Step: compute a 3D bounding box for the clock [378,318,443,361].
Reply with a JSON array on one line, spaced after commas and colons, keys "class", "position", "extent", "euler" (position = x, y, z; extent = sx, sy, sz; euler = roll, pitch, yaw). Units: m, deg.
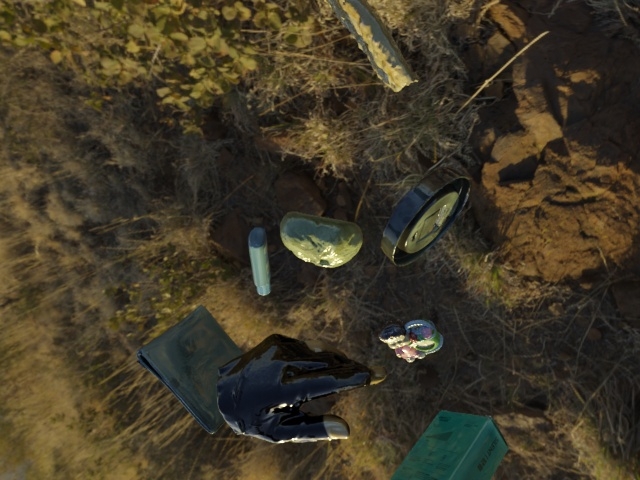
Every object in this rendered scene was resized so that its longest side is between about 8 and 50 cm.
[{"class": "clock", "position": [0.331, 0.351, 1.653], "extent": [0.194, 0.100, 0.195], "euler": [-30, 130, 26]}]

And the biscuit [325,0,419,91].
[{"class": "biscuit", "position": [0.063, -0.284, 0.610], "extent": [0.040, 0.188, 0.266], "euler": [-36, 59, 15]}]

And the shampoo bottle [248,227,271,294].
[{"class": "shampoo bottle", "position": [-0.207, 0.085, 1.552], "extent": [0.061, 0.104, 0.259], "euler": [-1, 129, 1]}]

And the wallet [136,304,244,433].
[{"class": "wallet", "position": [-0.317, 0.342, 1.221], "extent": [0.290, 0.251, 0.054], "euler": [49, 123, 3]}]

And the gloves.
[{"class": "gloves", "position": [-0.033, 0.261, 0.795], "extent": [0.300, 0.197, 0.152], "euler": [-8, 144, -3]}]

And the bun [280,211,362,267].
[{"class": "bun", "position": [0.000, 0.000, 1.147], "extent": [0.212, 0.204, 0.127], "euler": [12, 90, 15]}]

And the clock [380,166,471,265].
[{"class": "clock", "position": [0.203, -0.045, 0.868], "extent": [0.042, 0.214, 0.215], "euler": [44, 131, 27]}]

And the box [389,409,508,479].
[{"class": "box", "position": [0.356, 0.635, 1.256], "extent": [0.118, 0.311, 0.205], "euler": [57, 147, -8]}]
